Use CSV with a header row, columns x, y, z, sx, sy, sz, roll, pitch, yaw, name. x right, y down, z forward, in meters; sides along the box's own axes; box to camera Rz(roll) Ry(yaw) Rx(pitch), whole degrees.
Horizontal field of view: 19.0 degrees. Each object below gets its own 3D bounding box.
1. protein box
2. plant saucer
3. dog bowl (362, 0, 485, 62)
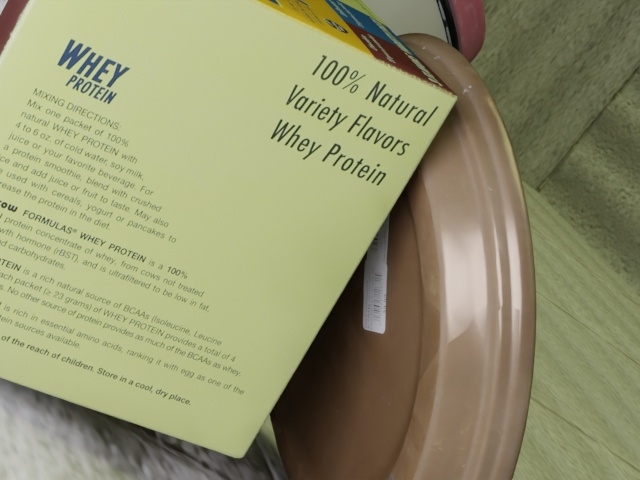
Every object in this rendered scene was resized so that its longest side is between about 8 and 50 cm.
x,y,z,sx,sy,sz,roll,pitch,yaw,name
-0.087,-0.042,0.879,0.200,0.201,0.136,22,17,-29,protein box
0.027,0.034,0.963,0.041,0.278,0.278,2,25,-22,plant saucer
-0.003,-0.279,1.706,0.408,0.150,0.408,58,-8,14,dog bowl
